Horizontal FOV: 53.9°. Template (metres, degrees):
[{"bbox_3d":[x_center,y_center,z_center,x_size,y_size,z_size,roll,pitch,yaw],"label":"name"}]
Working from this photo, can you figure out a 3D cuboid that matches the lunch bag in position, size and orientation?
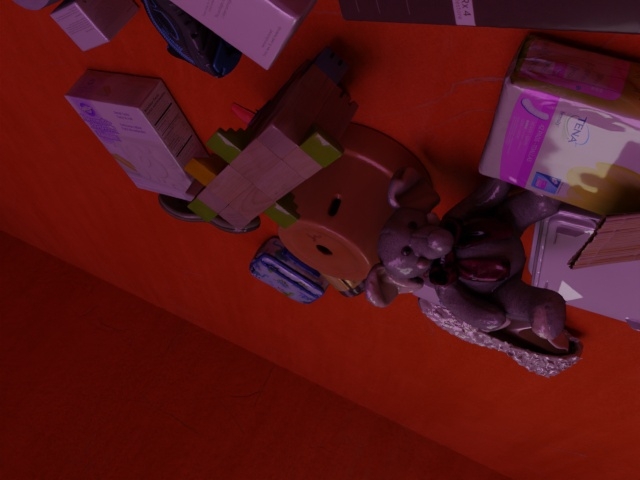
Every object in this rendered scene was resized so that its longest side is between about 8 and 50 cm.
[{"bbox_3d":[-0.086,0.089,1.785,0.219,0.090,0.176,34,152,-14],"label":"lunch bag"}]

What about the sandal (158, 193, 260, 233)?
[{"bbox_3d":[-0.286,-0.098,1.639,0.303,0.120,0.086,15,124,23],"label":"sandal"}]

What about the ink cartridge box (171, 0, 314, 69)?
[{"bbox_3d":[-0.146,-0.405,0.766,0.353,0.207,0.119,35,153,-10],"label":"ink cartridge box"}]

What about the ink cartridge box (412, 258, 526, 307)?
[{"bbox_3d":[0.302,0.075,1.290,0.191,0.139,0.082,22,157,17],"label":"ink cartridge box"}]

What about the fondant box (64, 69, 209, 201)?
[{"bbox_3d":[-0.408,-0.239,1.488,0.238,0.096,0.330,14,150,28],"label":"fondant box"}]

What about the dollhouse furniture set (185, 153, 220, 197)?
[{"bbox_3d":[-0.214,-0.098,1.517,0.144,0.123,0.151,20,154,18],"label":"dollhouse furniture set"}]

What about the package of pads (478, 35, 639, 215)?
[{"bbox_3d":[0.382,-0.139,0.852,0.296,0.101,0.229,21,155,14],"label":"package of pads"}]

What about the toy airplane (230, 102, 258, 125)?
[{"bbox_3d":[-0.133,-0.223,1.311,0.151,0.028,0.151,25,154,13],"label":"toy airplane"}]

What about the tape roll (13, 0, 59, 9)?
[{"bbox_3d":[-0.494,-0.500,1.038,0.219,0.072,0.219,26,141,23],"label":"tape roll"}]

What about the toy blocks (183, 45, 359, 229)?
[{"bbox_3d":[-0.055,-0.185,1.059,0.191,0.261,0.381,39,146,-16],"label":"toy blocks"}]

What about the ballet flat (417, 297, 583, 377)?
[{"bbox_3d":[0.411,0.175,1.378,0.409,0.147,0.147,26,157,-19],"label":"ballet flat"}]

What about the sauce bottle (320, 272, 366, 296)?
[{"bbox_3d":[0.000,0.000,1.501,0.111,0.111,0.344,2,143,44],"label":"sauce bottle"}]

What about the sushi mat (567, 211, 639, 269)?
[{"bbox_3d":[0.519,-0.010,0.864,0.317,0.019,0.151,-5,151,0],"label":"sushi mat"}]

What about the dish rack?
[{"bbox_3d":[0.512,0.052,1.117,0.286,0.072,0.333,18,152,23],"label":"dish rack"}]

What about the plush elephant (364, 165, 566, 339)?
[{"bbox_3d":[0.216,0.010,1.065,0.255,0.271,0.330,8,175,-26],"label":"plush elephant"}]

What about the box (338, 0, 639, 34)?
[{"bbox_3d":[0.187,-0.332,0.645,0.381,0.143,0.191,12,150,29],"label":"box"}]

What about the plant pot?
[{"bbox_3d":[0.048,-0.057,1.231,0.291,0.203,0.291,23,156,11],"label":"plant pot"}]

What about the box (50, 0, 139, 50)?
[{"bbox_3d":[-0.410,-0.416,1.146,0.101,0.102,0.087,2,141,43],"label":"box"}]

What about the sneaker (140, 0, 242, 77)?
[{"bbox_3d":[-0.241,-0.399,0.980,0.140,0.125,0.341,22,153,26],"label":"sneaker"}]
